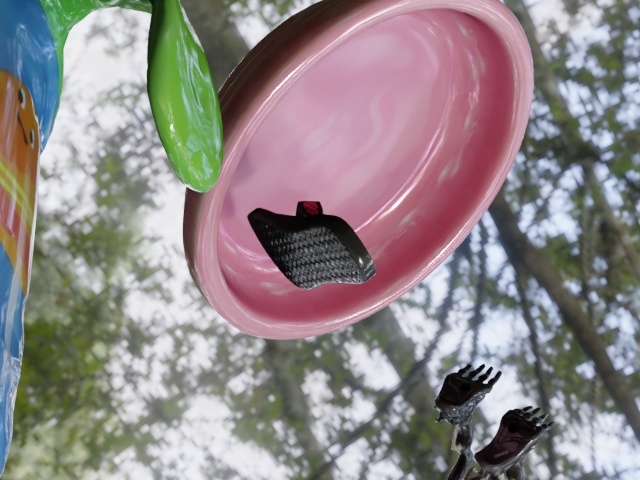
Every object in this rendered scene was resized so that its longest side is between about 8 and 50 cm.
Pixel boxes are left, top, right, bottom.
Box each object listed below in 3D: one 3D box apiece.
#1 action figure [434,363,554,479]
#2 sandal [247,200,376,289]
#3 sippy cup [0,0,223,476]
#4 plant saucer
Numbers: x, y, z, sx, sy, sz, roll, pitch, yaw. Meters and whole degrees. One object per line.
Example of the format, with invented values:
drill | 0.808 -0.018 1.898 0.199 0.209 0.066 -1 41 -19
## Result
action figure | 0.149 0.259 1.223 0.141 0.275 0.164 -15 -148 -37
sandal | 0.000 0.000 0.978 0.040 0.067 0.179 -39 -163 -19
sippy cup | -0.202 -0.002 0.494 0.305 0.240 0.224 -44 -138 31
plant saucer | 0.022 -0.072 1.104 0.332 0.332 0.084 -37 -127 -13
